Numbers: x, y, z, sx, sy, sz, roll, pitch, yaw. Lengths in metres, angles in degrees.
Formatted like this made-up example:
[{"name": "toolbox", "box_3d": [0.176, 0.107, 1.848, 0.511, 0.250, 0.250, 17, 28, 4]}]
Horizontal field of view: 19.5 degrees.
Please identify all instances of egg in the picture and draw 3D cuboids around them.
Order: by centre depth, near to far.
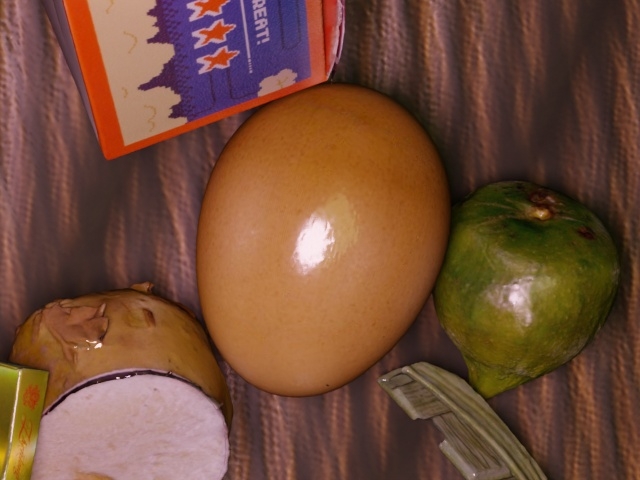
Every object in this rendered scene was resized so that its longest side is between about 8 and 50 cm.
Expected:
[{"name": "egg", "box_3d": [0.000, 0.000, 1.869, 0.250, 0.250, 0.322, 16, 85, -9]}]

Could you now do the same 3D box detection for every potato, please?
[{"name": "potato", "box_3d": [-0.223, 0.175, 1.873, 0.246, 0.196, 0.300, 27, 119, -30]}]

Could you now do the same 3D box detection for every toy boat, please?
[{"name": "toy boat", "box_3d": [0.177, 0.237, 1.982, 0.293, 0.093, 0.055, 51, 58, -8]}]

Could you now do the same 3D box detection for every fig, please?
[{"name": "fig", "box_3d": [0.208, 0.075, 1.967, 0.203, 0.203, 0.235, 0, 125, -9]}]

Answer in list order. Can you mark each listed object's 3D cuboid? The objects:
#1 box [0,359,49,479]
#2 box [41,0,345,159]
[{"name": "box", "box_3d": [-0.397, 0.183, 1.807, 0.043, 0.311, 0.173, 13, 86, -53]}, {"name": "box", "box_3d": [-0.159, -0.326, 1.756, 0.257, 0.318, 0.349, -20, 61, -10]}]
